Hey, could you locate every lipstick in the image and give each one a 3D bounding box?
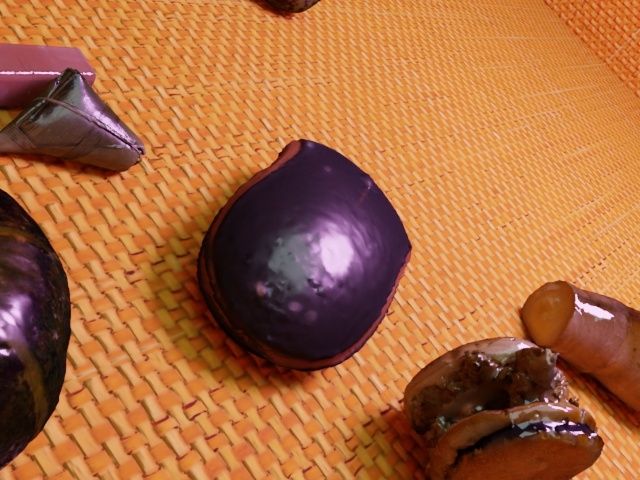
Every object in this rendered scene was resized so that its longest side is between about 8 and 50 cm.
[{"bbox_3d":[-0.275,-0.146,0.700,0.145,0.045,0.045,-14,60,-52],"label":"lipstick"}]

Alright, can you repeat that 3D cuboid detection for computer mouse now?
[{"bbox_3d":[0.003,-0.003,0.763,0.183,0.116,0.323,44,32,-6],"label":"computer mouse"}]

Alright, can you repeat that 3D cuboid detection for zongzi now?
[{"bbox_3d":[-0.220,-0.079,0.692,0.104,0.052,0.113,46,56,-19],"label":"zongzi"}]

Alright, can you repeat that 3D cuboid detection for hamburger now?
[{"bbox_3d":[0.156,0.147,0.697,0.159,0.185,0.131,6,49,-21],"label":"hamburger"}]

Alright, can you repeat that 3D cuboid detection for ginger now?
[{"bbox_3d":[0.382,0.141,0.997,0.262,0.117,0.109,30,-6,-10],"label":"ginger"}]

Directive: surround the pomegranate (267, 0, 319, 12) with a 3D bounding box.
[{"bbox_3d":[-0.038,-0.418,1.151,0.138,0.163,0.125,-26,53,-32],"label":"pomegranate"}]

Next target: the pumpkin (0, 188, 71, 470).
[{"bbox_3d":[-0.246,0.046,0.419,0.223,0.157,0.224,12,40,-10],"label":"pumpkin"}]
